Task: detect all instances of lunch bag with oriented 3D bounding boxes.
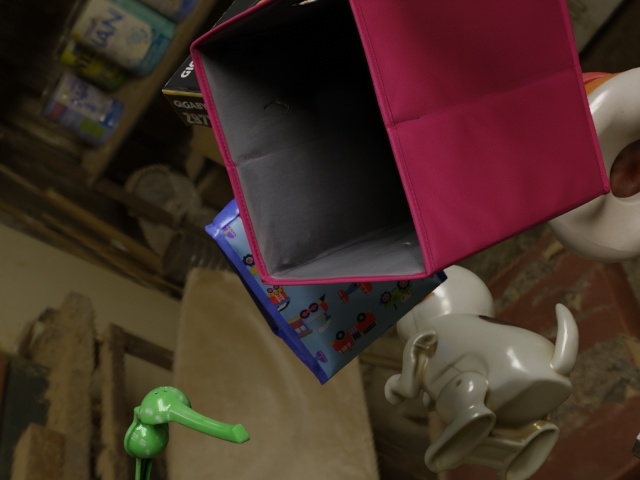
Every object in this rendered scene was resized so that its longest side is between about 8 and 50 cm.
[{"bbox_3d":[0.000,0.000,1.181,0.221,0.293,0.138,-39,43,-10],"label":"lunch bag"}]

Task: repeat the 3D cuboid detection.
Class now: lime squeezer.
[{"bbox_3d":[-0.168,0.226,1.049,0.059,0.110,0.310,-38,-7,-44],"label":"lime squeezer"}]

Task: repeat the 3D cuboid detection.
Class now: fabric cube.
[{"bbox_3d":[0.075,-0.119,0.898,0.254,0.258,0.259,-6,103,55],"label":"fabric cube"}]

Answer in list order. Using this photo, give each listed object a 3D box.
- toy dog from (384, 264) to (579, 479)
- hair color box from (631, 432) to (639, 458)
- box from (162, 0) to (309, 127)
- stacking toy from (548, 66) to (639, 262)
[{"bbox_3d":[0.286,0.214,1.860,0.395,0.284,0.408,-64,35,26],"label":"toy dog"},{"bbox_3d":[0.517,0.224,0.905,0.374,0.113,0.185,31,81,22],"label":"hair color box"},{"bbox_3d":[-0.030,-0.284,1.299,0.257,0.079,0.322,14,59,37],"label":"box"},{"bbox_3d":[0.458,-0.202,1.752,0.351,0.350,0.480,-58,32,10],"label":"stacking toy"}]
